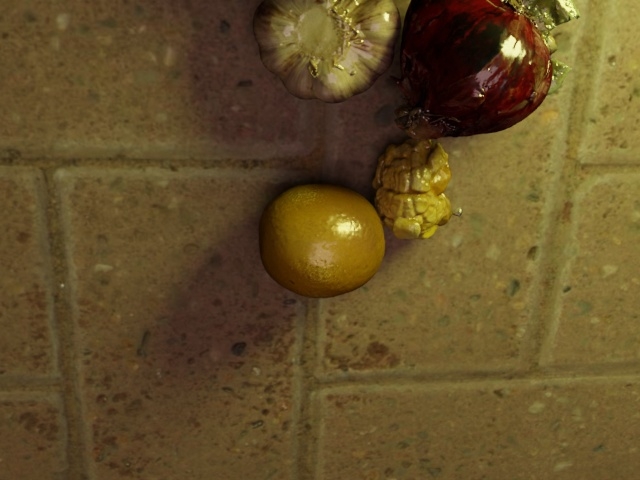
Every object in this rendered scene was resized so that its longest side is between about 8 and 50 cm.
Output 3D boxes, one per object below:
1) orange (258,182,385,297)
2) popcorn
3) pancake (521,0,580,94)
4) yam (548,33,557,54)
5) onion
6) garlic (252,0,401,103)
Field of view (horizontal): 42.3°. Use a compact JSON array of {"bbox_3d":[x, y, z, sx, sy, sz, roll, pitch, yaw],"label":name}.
[{"bbox_3d":[0.000,0.000,1.520,0.236,0.236,0.236,-3,116,-6],"label":"orange"},{"bbox_3d":[0.166,-0.088,1.541,0.163,0.140,0.194,-37,133,-28],"label":"popcorn"},{"bbox_3d":[0.321,-0.349,1.439,0.253,0.037,0.253,1,97,8],"label":"pancake"},{"bbox_3d":[0.289,-0.289,1.501,0.300,0.066,0.066,-33,116,10],"label":"yam"},{"bbox_3d":[0.237,-0.301,1.327,0.281,0.221,0.281,3,98,20],"label":"onion"},{"bbox_3d":[0.015,-0.349,1.388,0.245,0.160,0.245,3,104,12],"label":"garlic"}]
